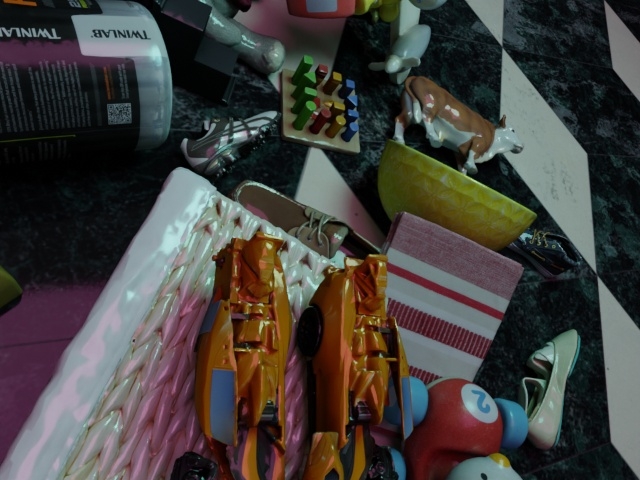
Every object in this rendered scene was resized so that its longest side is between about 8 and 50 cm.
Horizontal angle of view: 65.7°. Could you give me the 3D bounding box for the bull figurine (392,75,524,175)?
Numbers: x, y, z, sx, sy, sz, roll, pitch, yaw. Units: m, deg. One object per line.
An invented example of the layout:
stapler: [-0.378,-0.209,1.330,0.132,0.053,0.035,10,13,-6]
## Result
bull figurine: [0.293,-0.228,1.060,0.310,0.101,0.188,26,60,-14]

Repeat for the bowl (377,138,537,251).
bowl: [0.209,-0.046,0.881,0.290,0.289,0.156,25,101,-15]

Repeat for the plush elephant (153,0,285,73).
plush elephant: [-0.186,-0.498,0.850,0.330,0.255,0.271,7,64,-24]

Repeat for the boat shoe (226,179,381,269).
boat shoe: [0.000,0.000,0.797,0.324,0.116,0.123,33,57,-10]

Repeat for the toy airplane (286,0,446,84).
toy airplane: [0.161,-0.510,0.917,0.386,0.384,0.272,14,30,-48]

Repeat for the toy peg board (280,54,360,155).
toy peg board: [0.012,-0.264,0.949,0.161,0.079,0.161,8,65,-23]

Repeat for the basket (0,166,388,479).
basket: [-0.142,0.165,0.530,0.266,0.328,0.331,29,57,-17]

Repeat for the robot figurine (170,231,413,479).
robot figurine: [-0.012,0.147,0.364,0.211,0.085,0.291,10,66,-28]

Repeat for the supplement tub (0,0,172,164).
supplement tub: [-0.386,-0.206,0.645,0.338,0.207,0.207,-14,74,-32]

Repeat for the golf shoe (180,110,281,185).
golf shoe: [-0.147,-0.182,0.833,0.094,0.077,0.198,45,55,-2]

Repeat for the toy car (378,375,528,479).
toy car: [0.210,0.313,0.658,0.219,0.238,0.210,18,88,-17]

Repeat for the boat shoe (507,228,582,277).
boat shoe: [0.462,0.001,1.049,0.183,0.083,0.065,38,56,-6]

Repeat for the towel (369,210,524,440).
towel: [0.155,0.145,0.765,0.237,0.037,0.329,23,92,-16]

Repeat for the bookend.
bookend: [-0.201,-0.325,0.823,0.156,0.157,0.072,20,60,-17]

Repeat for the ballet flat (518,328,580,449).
ballet flat: [0.417,0.257,0.917,0.086,0.086,0.248,36,57,-8]

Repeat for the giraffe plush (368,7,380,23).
giraffe plush: [0.165,-0.601,1.126,0.181,0.210,0.170,48,57,-30]

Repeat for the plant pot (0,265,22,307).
plant pot: [-0.419,0.046,0.586,0.081,0.083,0.081,46,56,-2]
